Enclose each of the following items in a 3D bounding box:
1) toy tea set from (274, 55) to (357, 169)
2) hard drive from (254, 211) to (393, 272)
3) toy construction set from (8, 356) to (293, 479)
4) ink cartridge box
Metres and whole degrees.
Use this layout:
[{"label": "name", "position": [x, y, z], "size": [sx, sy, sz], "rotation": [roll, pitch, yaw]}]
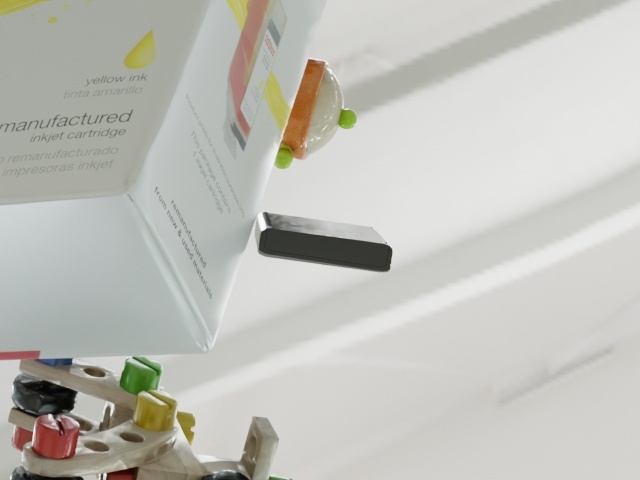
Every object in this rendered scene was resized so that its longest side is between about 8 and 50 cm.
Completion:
[{"label": "toy tea set", "position": [0.002, -0.223, 1.625], "size": [0.124, 0.200, 0.336], "rotation": [15, -80, 5]}, {"label": "hard drive", "position": [0.000, 0.000, 1.255], "size": [0.094, 0.135, 0.022], "rotation": [8, -84, -4]}, {"label": "toy construction set", "position": [-0.139, 0.141, 1.442], "size": [0.237, 0.257, 0.309], "rotation": [7, -99, -12]}, {"label": "ink cartridge box", "position": [-0.180, -0.107, 1.244], "size": [0.279, 0.160, 0.385], "rotation": [-5, -136, 21]}]
